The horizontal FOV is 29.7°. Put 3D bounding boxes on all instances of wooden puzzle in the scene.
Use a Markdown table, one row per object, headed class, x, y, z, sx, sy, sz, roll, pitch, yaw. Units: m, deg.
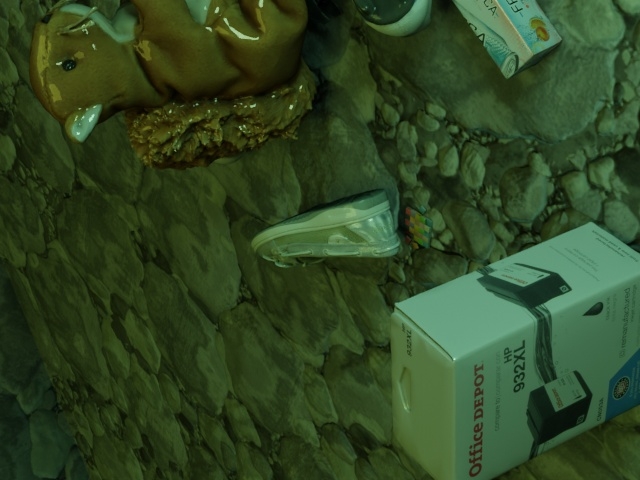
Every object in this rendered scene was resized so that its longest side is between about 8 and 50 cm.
| class | x | y | z | sx | sy | sz | roll | pitch | yaw |
| --- | --- | --- | --- | --- | --- | --- | --- | --- | --- |
| wooden puzzle | 0.144 | -0.019 | 1.791 | 0.049 | 0.006 | 0.083 | 34 | 139 | 35 |

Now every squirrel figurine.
| class | x | y | z | sx | sy | sz | roll | pitch | yaw |
| --- | --- | --- | --- | --- | --- | --- | --- | --- | --- |
| squirrel figurine | -0.214 | -0.240 | 1.740 | 0.281 | 0.370 | 0.397 | 45 | 162 | 46 |

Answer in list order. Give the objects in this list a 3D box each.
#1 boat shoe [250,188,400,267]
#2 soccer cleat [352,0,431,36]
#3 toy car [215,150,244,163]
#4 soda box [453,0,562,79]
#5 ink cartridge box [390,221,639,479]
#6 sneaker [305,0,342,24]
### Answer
| class | x | y | z | sx | sy | sz | roll | pitch | yaw |
| --- | --- | --- | --- | --- | --- | --- | --- | --- | --- |
| boat shoe | 0.003 | -0.001 | 1.902 | 0.320 | 0.118 | 0.103 | -16 | 96 | 50 |
| soccer cleat | 0.060 | -0.406 | 1.520 | 0.116 | 0.143 | 0.331 | -17 | 80 | 19 |
| toy car | -0.199 | -0.207 | 1.997 | 0.182 | 0.136 | 0.159 | 45 | 145 | 23 |
| soda box | 0.207 | -0.290 | 1.453 | 0.183 | 0.058 | 0.063 | 57 | 147 | 7 |
| ink cartridge box | 0.248 | 0.143 | 1.477 | 0.129 | 0.307 | 0.223 | 42 | 145 | 47 |
| sneaker | -0.036 | -0.387 | 1.721 | 0.089 | 0.051 | 0.170 | 3 | 122 | 55 |
